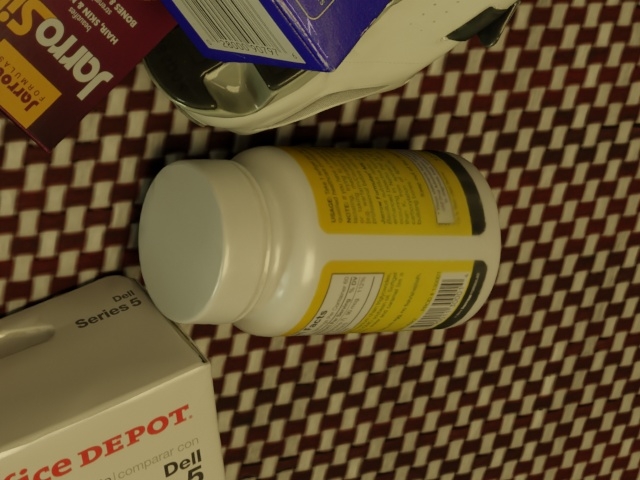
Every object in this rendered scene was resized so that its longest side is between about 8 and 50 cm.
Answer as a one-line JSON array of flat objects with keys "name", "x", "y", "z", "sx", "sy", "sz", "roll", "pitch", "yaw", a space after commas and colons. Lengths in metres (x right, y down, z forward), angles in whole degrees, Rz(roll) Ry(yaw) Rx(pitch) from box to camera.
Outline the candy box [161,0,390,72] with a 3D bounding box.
[{"name": "candy box", "x": -0.002, "y": -0.287, "z": 0.938, "sx": 0.317, "sy": 0.122, "sz": 0.268, "roll": -51, "pitch": 127, "yaw": -19}]

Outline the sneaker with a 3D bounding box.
[{"name": "sneaker", "x": 0.057, "y": -0.166, "z": 1.129, "sx": 0.331, "sy": 0.122, "sz": 0.146, "roll": -27, "pitch": 165, "yaw": 4}]

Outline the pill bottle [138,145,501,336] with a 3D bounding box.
[{"name": "pill bottle", "x": 0.000, "y": 0.000, "z": 1.208, "sx": 0.209, "sy": 0.119, "sz": 0.119, "roll": 0, "pitch": 118, "yaw": -36}]

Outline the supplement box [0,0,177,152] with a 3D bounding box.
[{"name": "supplement box", "x": -0.126, "y": -0.156, "z": 1.037, "sx": 0.188, "sy": 0.081, "sz": 0.104, "roll": -46, "pitch": 134, "yaw": -2}]

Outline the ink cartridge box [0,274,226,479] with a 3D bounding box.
[{"name": "ink cartridge box", "x": -0.165, "y": 0.185, "z": 1.214, "sx": 0.198, "sy": 0.115, "sz": 0.272, "roll": -23, "pitch": 130, "yaw": -22}]
